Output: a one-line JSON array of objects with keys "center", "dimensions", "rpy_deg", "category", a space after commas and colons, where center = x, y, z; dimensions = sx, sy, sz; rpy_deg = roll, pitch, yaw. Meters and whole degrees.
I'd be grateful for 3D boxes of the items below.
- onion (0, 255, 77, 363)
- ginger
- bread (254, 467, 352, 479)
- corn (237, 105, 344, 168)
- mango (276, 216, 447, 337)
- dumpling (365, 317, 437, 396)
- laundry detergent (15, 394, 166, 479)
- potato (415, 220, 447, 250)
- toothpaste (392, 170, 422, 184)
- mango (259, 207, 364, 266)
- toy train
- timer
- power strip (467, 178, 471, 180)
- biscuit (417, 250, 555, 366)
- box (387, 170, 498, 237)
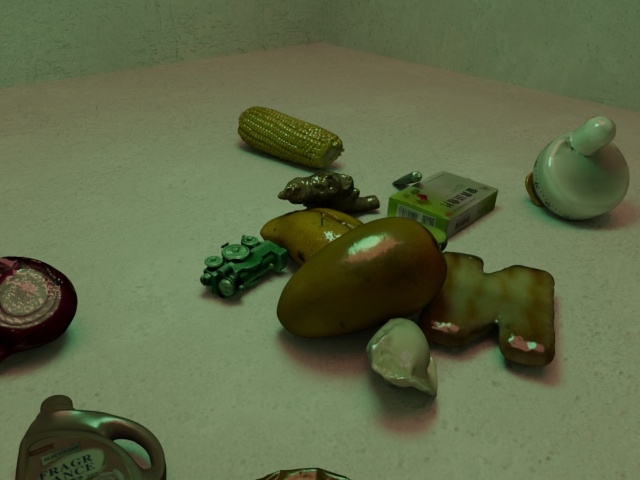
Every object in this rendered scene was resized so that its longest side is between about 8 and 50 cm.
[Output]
[{"center": [-0.503, 0.130, 0.895], "dimensions": [0.173, 0.135, 0.198], "rpy_deg": [22, 71, 0], "category": "onion"}, {"center": [0.017, -0.105, 1.283], "dimensions": [0.166, 0.080, 0.333], "rpy_deg": [-13, -8, 22], "category": "ginger"}, {"center": [-0.021, 0.358, 0.507], "dimensions": [0.227, 0.143, 0.253], "rpy_deg": [13, 34, 15], "category": "bread"}, {"center": [-0.107, -0.318, 1.678], "dimensions": [0.387, 0.144, 0.143], "rpy_deg": [28, 38, 32], "category": "corn"}, {"center": [0.072, 0.071, 0.946], "dimensions": [0.317, 0.211, 0.173], "rpy_deg": [-23, 68, -10], "category": "mango"}, {"center": [0.141, 0.190, 0.858], "dimensions": [0.134, 0.169, 0.100], "rpy_deg": [43, 85, 10], "category": "dumpling"}, {"center": [-0.288, 0.280, 0.685], "dimensions": [0.171, 0.076, 0.237], "rpy_deg": [-9, 30, -21], "category": "laundry detergent"}, {"center": [0.200, -0.001, 1.210], "dimensions": [0.197, 0.054, 0.119], "rpy_deg": [12, 28, 38], "category": "potato"}, {"center": [0.240, -0.167, 1.473], "dimensions": [0.048, 0.029, 0.197], "rpy_deg": [-8, 2, -6], "category": "toothpaste"}, {"center": [0.001, -0.005, 1.154], "dimensions": [0.294, 0.120, 0.177], "rpy_deg": [28, 36, 36], "category": "mango"}, {"center": [-0.156, 0.054, 1.092], "dimensions": [0.104, 0.071, 0.178], "rpy_deg": [25, 37, 27], "category": "toy train"}, {"center": [0.673, -0.175, 1.379], "dimensions": [0.233, 0.234, 0.240], "rpy_deg": [-1, -14, -6], "category": "timer"}, {"center": [0.427, -0.141, 1.525], "dimensions": [0.055, 0.035, 0.083], "rpy_deg": [-11, 46, -22], "category": "power strip"}, {"center": [0.320, 0.119, 1.023], "dimensions": [0.236, 0.062, 0.291], "rpy_deg": [10, 29, 15], "category": "biscuit"}, {"center": [0.319, -0.099, 1.403], "dimensions": [0.175, 0.062, 0.260], "rpy_deg": [26, 36, 35], "category": "box"}]
